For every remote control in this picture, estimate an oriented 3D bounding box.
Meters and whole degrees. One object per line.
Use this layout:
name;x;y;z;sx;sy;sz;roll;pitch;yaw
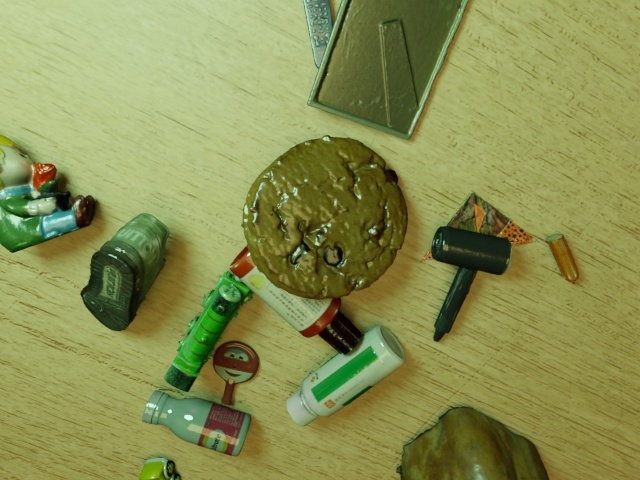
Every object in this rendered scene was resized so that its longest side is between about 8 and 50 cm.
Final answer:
remote control;-0.002;-0.352;0.715;0.044;0.027;0.152;-7;108;9

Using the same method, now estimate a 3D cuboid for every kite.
kite;0.287;-0.034;0.823;0.223;0.008;0.125;-11;107;6

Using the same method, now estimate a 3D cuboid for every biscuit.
biscuit;0.015;-0.035;0.751;0.297;0.075;0.295;-1;96;-15

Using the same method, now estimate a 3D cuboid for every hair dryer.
hair dryer;0.246;0.095;0.838;0.129;0.070;0.255;14;117;-4

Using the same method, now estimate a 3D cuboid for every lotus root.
lotus root;0.331;0.560;0.927;0.317;0.250;0.315;-1;119;-1

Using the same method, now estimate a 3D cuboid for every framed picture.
framed picture;0.110;-0.314;0.710;0.193;0.018;0.265;17;109;-13

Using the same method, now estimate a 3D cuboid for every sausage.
sausage;0.456;0.037;0.827;0.031;0.031;0.107;-29;105;12

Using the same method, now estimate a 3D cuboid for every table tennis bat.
table tennis bat;-0.187;0.285;0.952;0.098;0.019;0.154;15;106;-3

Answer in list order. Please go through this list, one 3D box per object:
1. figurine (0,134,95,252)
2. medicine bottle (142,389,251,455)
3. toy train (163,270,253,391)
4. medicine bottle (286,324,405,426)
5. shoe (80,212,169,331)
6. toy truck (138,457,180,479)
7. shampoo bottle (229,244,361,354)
figurine;-0.526;-0.108;0.779;0.185;0.127;0.233;-19;97;4
medicine bottle;-0.264;0.387;0.951;0.217;0.090;0.090;19;109;-4
toy train;-0.216;0.170;0.859;0.085;0.119;0.251;31;109;-7
medicine bottle;0.046;0.279;0.897;0.260;0.095;0.095;-39;103;14
shoe;-0.353;0.060;0.835;0.109;0.149;0.293;36;139;-5
toy truck;-0.376;0.568;1.026;0.076;0.077;0.111;-12;108;7
shampoo bottle;-0.035;0.108;0.834;0.104;0.104;0.278;-43;102;15
